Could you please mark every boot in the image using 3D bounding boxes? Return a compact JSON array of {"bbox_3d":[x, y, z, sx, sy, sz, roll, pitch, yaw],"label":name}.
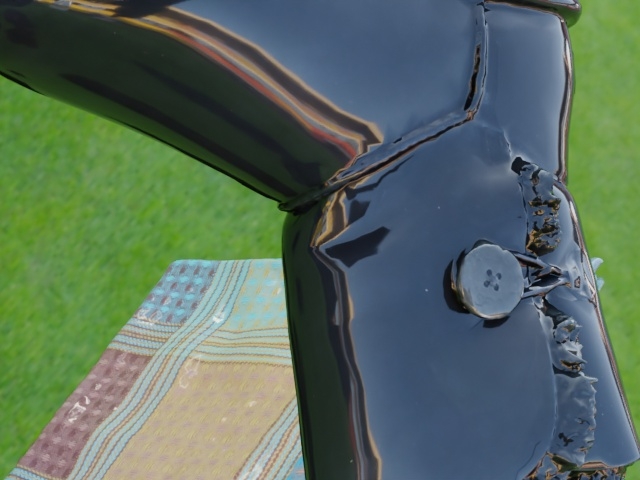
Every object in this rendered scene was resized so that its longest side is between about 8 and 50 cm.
[{"bbox_3d":[0.000,0.000,0.481,0.246,0.094,0.207,-1,81,-32],"label":"boot"}]

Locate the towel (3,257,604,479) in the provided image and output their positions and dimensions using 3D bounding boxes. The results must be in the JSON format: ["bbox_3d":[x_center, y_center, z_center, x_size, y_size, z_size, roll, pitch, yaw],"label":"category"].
[{"bbox_3d":[-0.029,0.100,0.941,0.271,0.370,0.040,-55,128,-37],"label":"towel"}]
